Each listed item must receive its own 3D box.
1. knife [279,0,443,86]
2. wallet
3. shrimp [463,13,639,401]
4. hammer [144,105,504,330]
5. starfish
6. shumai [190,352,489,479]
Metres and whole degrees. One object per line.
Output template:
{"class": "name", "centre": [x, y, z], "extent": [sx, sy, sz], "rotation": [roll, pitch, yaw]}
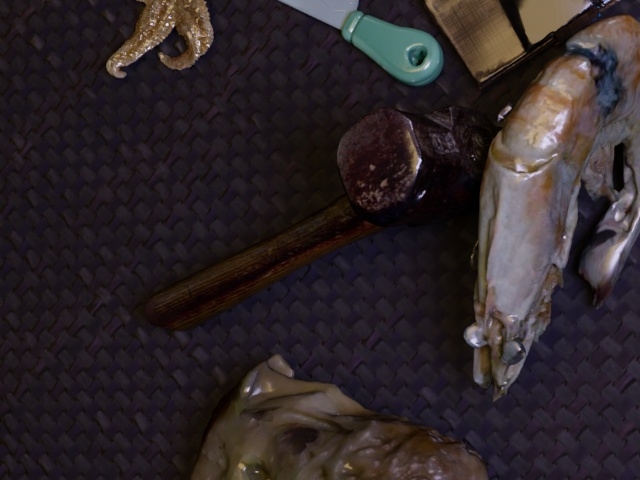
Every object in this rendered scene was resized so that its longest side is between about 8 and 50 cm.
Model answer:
{"class": "knife", "centre": [0.019, -0.238, 1.401], "extent": [0.260, 0.034, 0.063], "rotation": [35, 90, 22]}
{"class": "wallet", "centre": [0.221, -0.256, 1.329], "extent": [0.230, 0.042, 0.124], "rotation": [-33, 72, 10]}
{"class": "shrimp", "centre": [0.222, -0.021, 1.208], "extent": [0.085, 0.247, 0.360], "rotation": [28, 103, 42]}
{"class": "hammer", "centre": [0.000, 0.000, 1.304], "extent": [0.409, 0.242, 0.095], "rotation": [-30, 76, 30]}
{"class": "starfish", "centre": [-0.166, -0.264, 1.452], "extent": [0.150, 0.053, 0.210], "rotation": [38, 97, 23]}
{"class": "shumai", "centre": [-0.028, 0.251, 1.252], "extent": [0.346, 0.217, 0.283], "rotation": [-41, 73, 12]}
